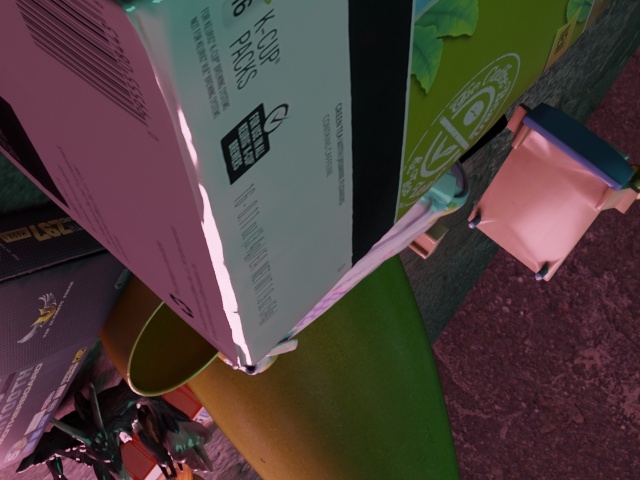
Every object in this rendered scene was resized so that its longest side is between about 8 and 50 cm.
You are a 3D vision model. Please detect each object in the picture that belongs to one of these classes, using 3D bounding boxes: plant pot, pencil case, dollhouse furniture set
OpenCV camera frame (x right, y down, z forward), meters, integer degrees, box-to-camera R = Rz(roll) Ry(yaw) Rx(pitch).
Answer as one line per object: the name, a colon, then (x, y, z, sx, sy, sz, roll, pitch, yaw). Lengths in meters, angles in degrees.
plant pot: (0.022, 0.178, 1.208, 0.275, 0.293, 0.275, -28, 170, -5)
pencil case: (0.000, 0.000, 0.987, 0.273, 0.113, 0.124, -42, -155, 26)
dollhouse furniture set: (0.253, -0.083, 1.469, 0.198, 0.303, 0.286, -37, 160, -45)
plant pot: (-0.135, 0.045, 0.932, 0.134, 0.095, 0.134, -39, 152, -25)

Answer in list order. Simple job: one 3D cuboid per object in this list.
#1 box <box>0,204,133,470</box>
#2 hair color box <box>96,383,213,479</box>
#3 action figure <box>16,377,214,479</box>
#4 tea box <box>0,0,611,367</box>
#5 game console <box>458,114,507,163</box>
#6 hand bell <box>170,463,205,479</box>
box: (-0.234, 0.084, 0.807, 0.232, 0.059, 0.183, -58, 164, 21)
hair color box: (-0.183, 0.231, 1.359, 0.167, 0.053, 0.093, -50, 167, -4)
action figure: (-0.188, 0.214, 1.121, 0.164, 0.141, 0.275, -39, 166, -8)
tea box: (-0.013, -0.166, 0.517, 0.323, 0.220, 0.329, -46, 163, -15)
game console: (0.032, -0.095, 1.040, 0.213, 0.044, 0.361, -35, 158, 18)
hand bell: (-0.183, 0.318, 1.532, 0.126, 0.126, 0.242, -44, 152, -33)
